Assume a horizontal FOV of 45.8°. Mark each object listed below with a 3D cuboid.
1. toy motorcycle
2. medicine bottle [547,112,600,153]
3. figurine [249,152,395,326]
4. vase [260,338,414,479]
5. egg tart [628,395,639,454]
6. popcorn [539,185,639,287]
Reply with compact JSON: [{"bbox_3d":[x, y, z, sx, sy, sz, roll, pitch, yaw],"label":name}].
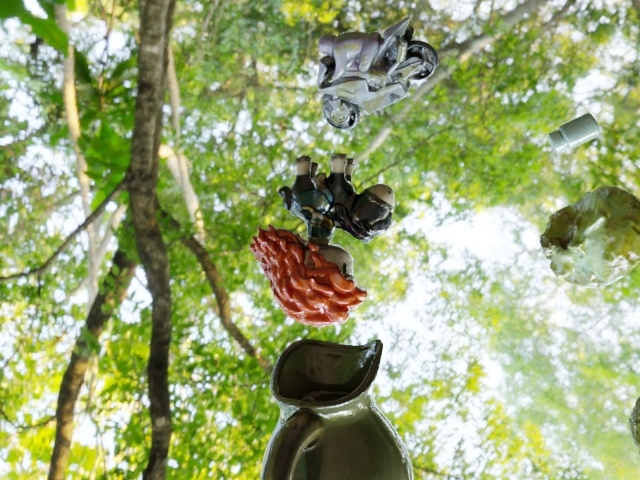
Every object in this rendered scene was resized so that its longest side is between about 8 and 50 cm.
[{"bbox_3d":[0.066,-0.276,1.199,0.152,0.225,0.073,48,-143,-18],"label":"toy motorcycle"},{"bbox_3d":[0.454,-0.192,1.359,0.083,0.047,0.047,-25,-134,10],"label":"medicine bottle"},{"bbox_3d":[0.009,-0.007,1.794,0.306,0.412,0.241,27,176,3],"label":"figurine"},{"bbox_3d":[0.002,0.328,1.134,0.241,0.302,0.329,-1,-170,25],"label":"vase"},{"bbox_3d":[0.778,0.410,1.667,0.197,0.197,0.078,37,-168,15],"label":"egg tart"},{"bbox_3d":[0.555,-0.008,1.517,0.183,0.221,0.204,35,-132,-10],"label":"popcorn"}]
